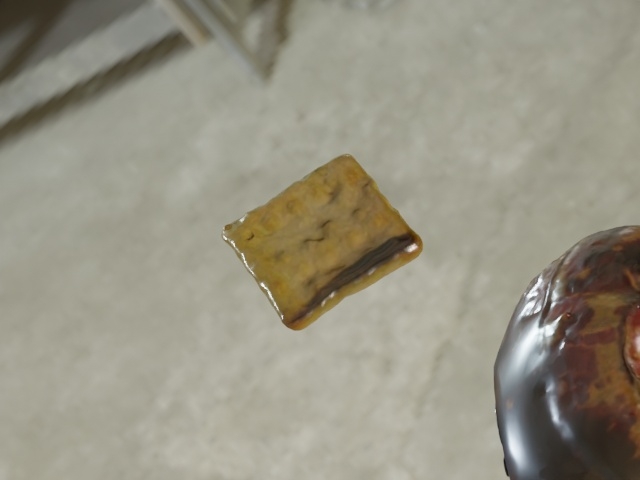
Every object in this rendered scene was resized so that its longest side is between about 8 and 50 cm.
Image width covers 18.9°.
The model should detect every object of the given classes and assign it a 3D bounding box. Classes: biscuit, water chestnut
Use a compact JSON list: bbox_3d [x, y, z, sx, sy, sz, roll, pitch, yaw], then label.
[{"bbox_3d":[0.000,0.000,0.988,0.083,0.018,0.081,-33,52,-8],"label":"biscuit"},{"bbox_3d":[0.262,0.128,1.454,0.244,0.289,0.289,-22,33,13],"label":"water chestnut"}]
